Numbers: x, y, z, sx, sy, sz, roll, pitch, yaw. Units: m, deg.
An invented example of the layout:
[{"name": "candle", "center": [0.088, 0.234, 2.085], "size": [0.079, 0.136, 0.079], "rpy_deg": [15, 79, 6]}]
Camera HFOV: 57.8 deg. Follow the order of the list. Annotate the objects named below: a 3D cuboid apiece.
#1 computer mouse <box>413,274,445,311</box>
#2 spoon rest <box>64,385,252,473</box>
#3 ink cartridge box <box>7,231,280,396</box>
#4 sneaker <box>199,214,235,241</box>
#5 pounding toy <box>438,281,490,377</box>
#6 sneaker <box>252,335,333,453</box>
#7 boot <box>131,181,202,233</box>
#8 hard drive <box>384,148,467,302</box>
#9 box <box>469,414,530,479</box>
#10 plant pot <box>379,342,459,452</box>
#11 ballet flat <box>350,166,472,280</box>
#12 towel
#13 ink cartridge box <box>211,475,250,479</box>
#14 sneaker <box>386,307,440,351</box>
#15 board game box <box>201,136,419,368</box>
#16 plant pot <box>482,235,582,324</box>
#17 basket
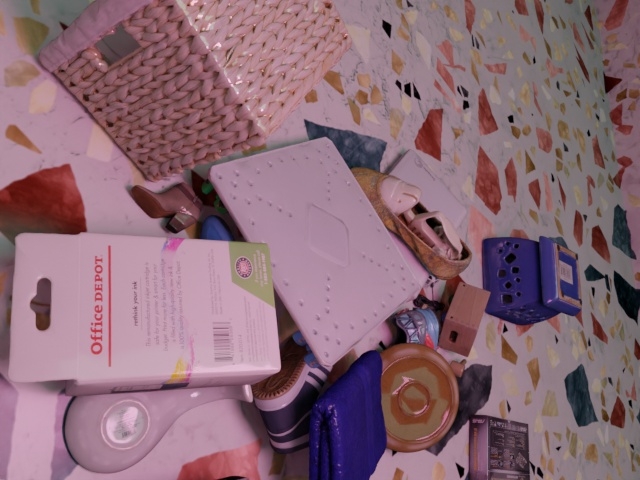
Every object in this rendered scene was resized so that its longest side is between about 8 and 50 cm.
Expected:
[{"name": "computer mouse", "center": [0.275, 0.084, 1.485], "size": [0.106, 0.042, 0.193], "rpy_deg": [7, 80, -40]}, {"name": "spoon rest", "center": [-0.245, 0.260, 0.891], "size": [0.276, 0.084, 0.137], "rpy_deg": [-9, 85, -33]}, {"name": "ink cartridge box", "center": [-0.247, 0.107, 0.832], "size": [0.353, 0.119, 0.207], "rpy_deg": [5, 67, -29]}, {"name": "sneaker", "center": [-0.189, 0.058, 0.994], "size": [0.082, 0.069, 0.209], "rpy_deg": [-1, 80, -44]}, {"name": "pounding toy", "center": [0.341, 0.243, 1.467], "size": [0.181, 0.094, 0.206], "rpy_deg": [90, 25, -47]}, {"name": "sneaker", "center": [-0.023, 0.275, 1.090], "size": [0.282, 0.099, 0.153], "rpy_deg": [-38, 119, -55]}, {"name": "boot", "center": [-0.255, -0.070, 0.985], "size": [0.118, 0.042, 0.087], "rpy_deg": [51, 42, -25]}, {"name": "hard drive", "center": [0.216, -0.048, 1.415], "size": [0.233, 0.047, 0.353], "rpy_deg": [47, 49, -7]}, {"name": "box", "center": [0.483, 0.574, 1.558], "size": [0.231, 0.056, 0.183], "rpy_deg": [22, 65, -40]}, {"name": "plant pot", "center": [0.199, 0.342, 1.258], "size": [0.236, 0.032, 0.236], "rpy_deg": [1, 85, -14]}, {"name": "ballet flat", "center": [0.211, -0.055, 1.308], "size": [0.348, 0.123, 0.123], "rpy_deg": [46, 49, -8]}, {"name": "towel", "center": [0.050, 0.350, 1.076], "size": [0.308, 0.076, 0.227], "rpy_deg": [-15, 102, -70]}, {"name": "ink cartridge box", "center": [-0.176, 0.537, 0.807], "size": [0.176, 0.069, 0.371], "rpy_deg": [12, 68, -45]}, {"name": "sneaker", "center": [0.196, 0.285, 1.332], "size": [0.125, 0.104, 0.261], "rpy_deg": [4, 83, -16]}, {"name": "board game box", "center": [0.000, 0.000, 1.124], "size": [0.390, 0.050, 0.390], "rpy_deg": [-28, 85, -52]}, {"name": "plant pot", "center": [0.632, 0.115, 1.718], "size": [0.236, 0.212, 0.236], "rpy_deg": [20, 67, -42]}, {"name": "basket", "center": [-0.180, -0.310, 0.919], "size": [0.266, 0.328, 0.331], "rpy_deg": [55, 47, -26]}]
